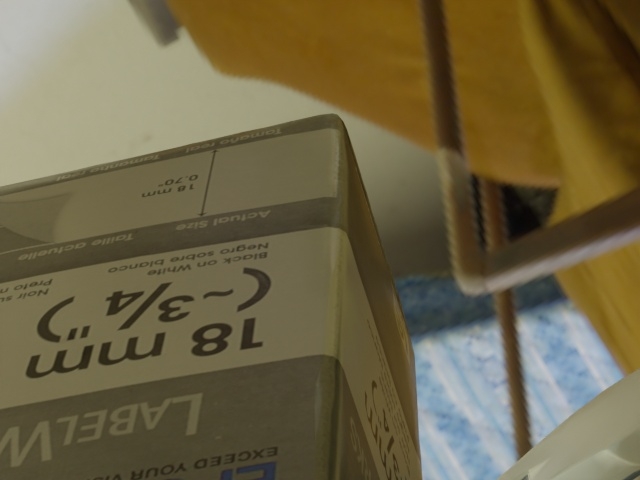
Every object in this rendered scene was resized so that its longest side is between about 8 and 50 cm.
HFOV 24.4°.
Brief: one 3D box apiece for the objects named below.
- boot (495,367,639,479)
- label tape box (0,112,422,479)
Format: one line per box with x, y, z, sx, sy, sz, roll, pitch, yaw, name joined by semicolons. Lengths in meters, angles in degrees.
0.114;0.125;0.601;0.086;0.190;0.069;48;-162;-4;boot
-0.096;0.098;0.393;0.333;0.241;0.106;-88;-16;-62;label tape box
